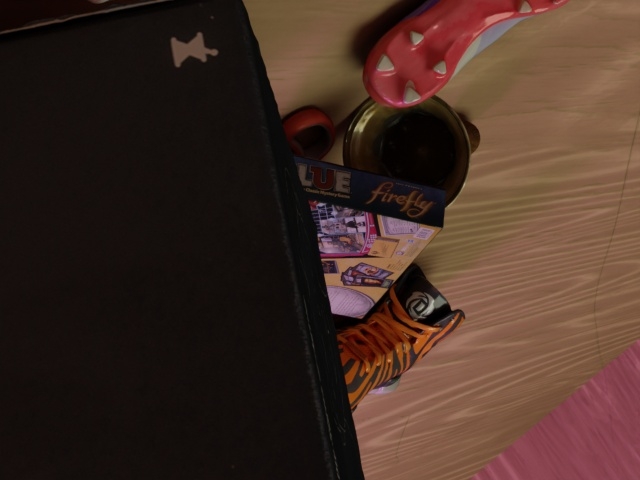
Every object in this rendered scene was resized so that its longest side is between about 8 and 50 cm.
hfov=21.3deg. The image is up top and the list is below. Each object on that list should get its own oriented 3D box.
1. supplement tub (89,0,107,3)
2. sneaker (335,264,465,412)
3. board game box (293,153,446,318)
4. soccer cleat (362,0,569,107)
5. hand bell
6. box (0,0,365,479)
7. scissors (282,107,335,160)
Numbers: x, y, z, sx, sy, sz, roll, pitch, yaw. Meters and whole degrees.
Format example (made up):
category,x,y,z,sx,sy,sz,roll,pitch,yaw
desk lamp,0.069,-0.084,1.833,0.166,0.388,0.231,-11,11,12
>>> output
category,x,y,z,sx,sy,sz,roll,pitch,yaw
supplement tub,-0.103,-0.195,1.059,0.107,0.071,0.071,-25,160,-27
sneaker,0.065,0.115,2.103,0.180,0.124,0.321,-46,169,23
board game box,0.000,0.000,1.597,0.165,0.042,0.243,12,155,-13
soccer cleat,0.138,-0.204,1.475,0.248,0.083,0.095,-39,-168,-1
hand bell,0.121,-0.095,1.694,0.126,0.126,0.242,-41,172,21
box,-0.120,0.159,1.184,0.297,0.480,0.472,-11,161,0
scissors,-0.016,-0.054,1.652,0.109,0.021,0.297,-35,161,0
